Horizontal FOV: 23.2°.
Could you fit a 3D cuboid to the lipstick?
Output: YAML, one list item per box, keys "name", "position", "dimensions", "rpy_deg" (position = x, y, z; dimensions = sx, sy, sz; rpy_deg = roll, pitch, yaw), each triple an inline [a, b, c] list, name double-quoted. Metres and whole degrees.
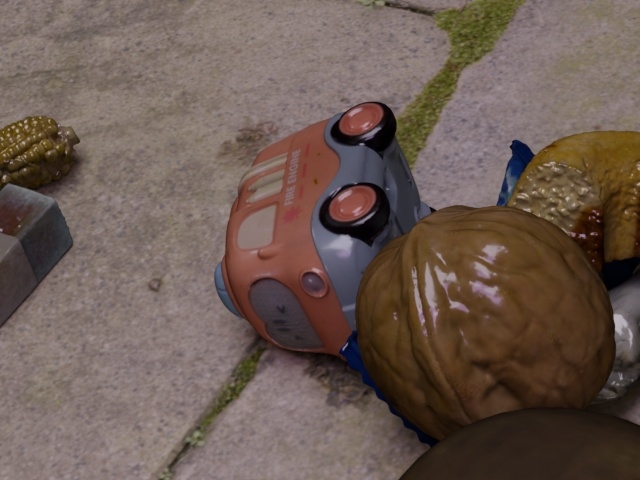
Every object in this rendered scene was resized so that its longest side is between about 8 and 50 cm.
- name: "lipstick"
  position: [-0.412, 0.093, 1.662]
  dimensions: [0.080, 0.076, 0.371]
  rpy_deg: [19, 53, 28]

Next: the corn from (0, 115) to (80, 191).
- name: "corn"
  position: [-0.414, -0.062, 1.814]
  dimensions: [0.288, 0.086, 0.086]
  rpy_deg: [-30, 46, -12]

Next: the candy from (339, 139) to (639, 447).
- name: "candy"
  position: [0.170, 0.060, 1.501]
  dimensions: [0.187, 0.077, 0.331]
  rpy_deg: [44, 64, 0]

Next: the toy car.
- name: "toy car"
  position: [0.000, 0.000, 1.582]
  dimensions: [0.212, 0.180, 0.270]
  rpy_deg: [-13, 41, 18]

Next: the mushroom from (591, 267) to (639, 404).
- name: "mushroom"
  position: [0.311, 0.061, 1.485]
  dimensions: [0.099, 0.096, 0.278]
  rpy_deg: [35, 53, 26]

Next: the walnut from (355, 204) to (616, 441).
- name: "walnut"
  position: [0.138, 0.071, 1.330]
  dimensions: [0.228, 0.228, 0.228]
  rpy_deg: [-8, 45, 8]

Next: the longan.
- name: "longan"
  position: [0.183, 0.276, 1.155]
  dimensions: [0.319, 0.319, 0.319]
  rpy_deg: [-8, 45, 8]

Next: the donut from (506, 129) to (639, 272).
- name: "donut"
  position: [0.314, -0.037, 1.440]
  dimensions: [0.295, 0.112, 0.151]
  rpy_deg: [12, 35, 12]
